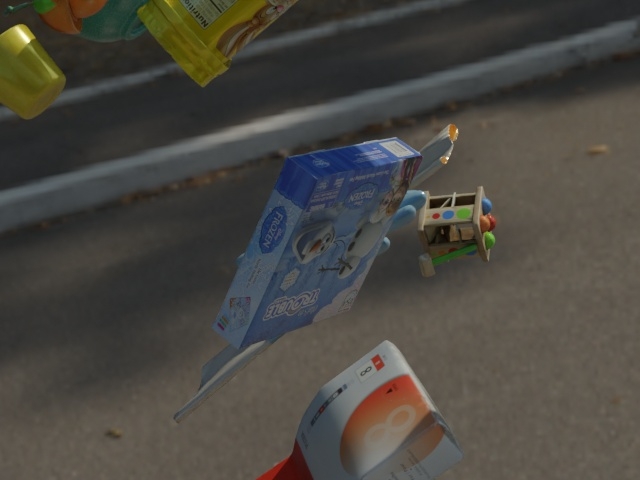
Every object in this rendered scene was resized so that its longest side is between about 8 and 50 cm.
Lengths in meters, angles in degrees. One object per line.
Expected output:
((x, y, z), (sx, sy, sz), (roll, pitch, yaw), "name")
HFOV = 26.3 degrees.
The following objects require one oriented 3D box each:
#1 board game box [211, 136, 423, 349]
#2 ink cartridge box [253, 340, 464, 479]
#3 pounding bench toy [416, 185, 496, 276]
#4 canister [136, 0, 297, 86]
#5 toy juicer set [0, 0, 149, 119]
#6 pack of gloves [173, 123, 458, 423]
((0.000, 0.000, 0.615), (0.020, 0.090, 0.090), (37, 28, 23), "board game box")
((0.006, 0.164, 1.026), (0.179, 0.045, 0.145), (-33, 24, 0), "ink cartridge box")
((0.128, -0.002, 1.277), (0.065, 0.052, 0.083), (-5, 46, 18), "pounding bench toy")
((-0.042, -0.194, 0.979), (0.170, 0.073, 0.126), (-40, 10, 7), "canister")
((-0.171, -0.256, 1.233), (0.329, 0.089, 0.209), (-43, -5, -41), "toy juicer set")
((-0.012, 0.007, 0.971), (0.232, 0.046, 0.195), (-41, 7, 24), "pack of gloves")
